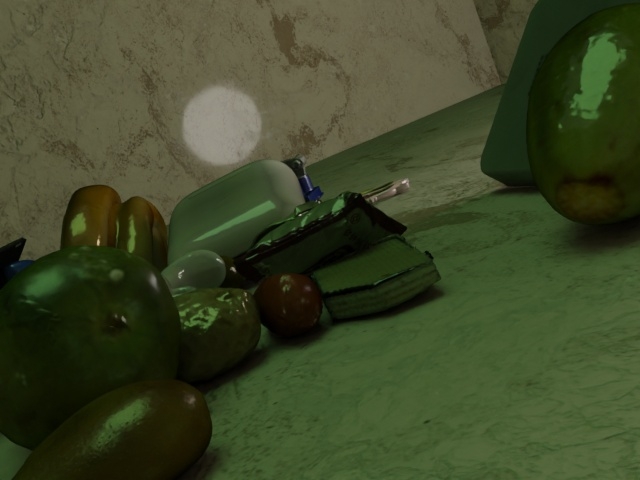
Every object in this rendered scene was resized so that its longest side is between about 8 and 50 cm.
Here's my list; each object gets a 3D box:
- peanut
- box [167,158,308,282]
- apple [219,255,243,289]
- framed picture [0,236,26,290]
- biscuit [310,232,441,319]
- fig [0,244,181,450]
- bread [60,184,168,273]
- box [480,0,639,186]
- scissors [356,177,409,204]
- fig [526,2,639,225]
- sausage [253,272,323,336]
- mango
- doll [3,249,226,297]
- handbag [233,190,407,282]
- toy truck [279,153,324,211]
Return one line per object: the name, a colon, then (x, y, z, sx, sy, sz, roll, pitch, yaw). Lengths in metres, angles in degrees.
peanut: (-0.151, 0.118, 1.110, 0.159, 0.109, 0.140, -31, 42, -5)
box: (-0.164, -0.030, 1.695, 0.289, 0.141, 0.349, -28, 23, 3)
apple: (-0.176, 0.071, 1.502, 0.090, 0.089, 0.074, -24, 54, -17)
framed picture: (-0.563, 0.170, 1.308, 0.338, 0.014, 0.255, -64, -2, 17)
biscuit: (0.071, 0.052, 1.183, 0.150, 0.052, 0.252, -25, 9, -3)
fig: (-0.288, 0.155, 1.009, 0.233, 0.233, 0.314, -29, -26, -39)
bread: (-0.469, 0.054, 1.919, 0.246, 0.328, 0.424, 19, 4, -9)
box: (0.436, -0.269, 1.440, 0.091, 0.367, 0.373, 21, -4, -20)
scissors: (0.056, -0.082, 2.016, 0.318, 0.024, 0.160, -20, 10, 9)
fig: (0.382, -0.151, 1.088, 0.258, 0.258, 0.326, -10, 28, 48)
sausage: (-0.045, 0.084, 1.162, 0.089, 0.089, 0.179, -24, 1, -15)
mango: (-0.206, 0.209, 0.804, 0.228, 0.099, 0.136, -34, 21, -21)
doll: (-0.359, 0.105, 1.308, 0.366, 0.186, 0.376, -11, -9, 15)
handbag: (0.000, 0.000, 1.363, 0.235, 0.127, 0.213, -23, -16, 17)
toy truck: (-0.107, -0.083, 1.920, 0.213, 0.176, 0.161, -17, 12, 18)
